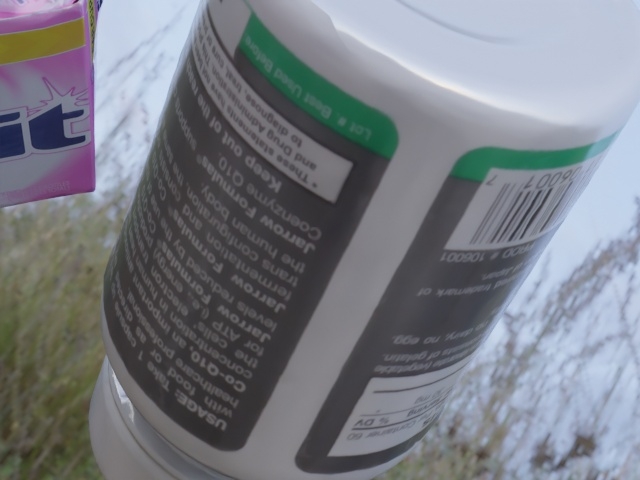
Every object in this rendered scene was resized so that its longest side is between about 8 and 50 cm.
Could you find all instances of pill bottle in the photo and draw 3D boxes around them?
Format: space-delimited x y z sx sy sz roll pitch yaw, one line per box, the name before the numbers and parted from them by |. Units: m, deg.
pill bottle | 0.000 0.000 0.692 0.204 0.204 0.361 32 -50 7

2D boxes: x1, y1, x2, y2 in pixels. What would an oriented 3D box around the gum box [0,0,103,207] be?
gum box | -0.155 -0.050 0.390 0.107 0.188 0.062 108 -31 -64
